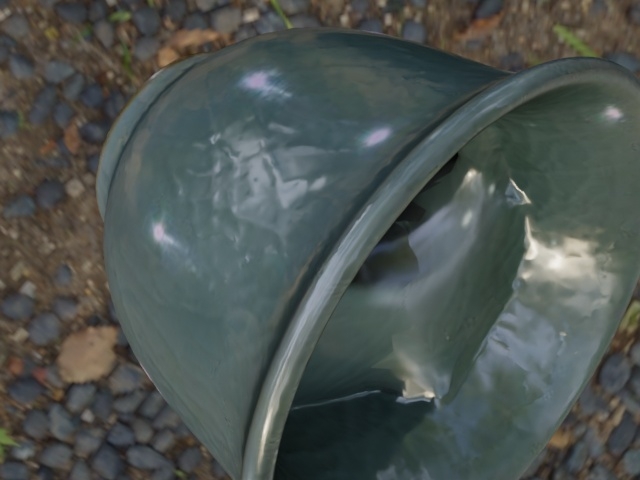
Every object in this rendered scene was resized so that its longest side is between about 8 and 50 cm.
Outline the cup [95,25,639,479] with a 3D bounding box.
[{"bbox_3d":[0.000,0.000,0.528,0.150,0.199,0.199,34,80,32],"label":"cup"}]
